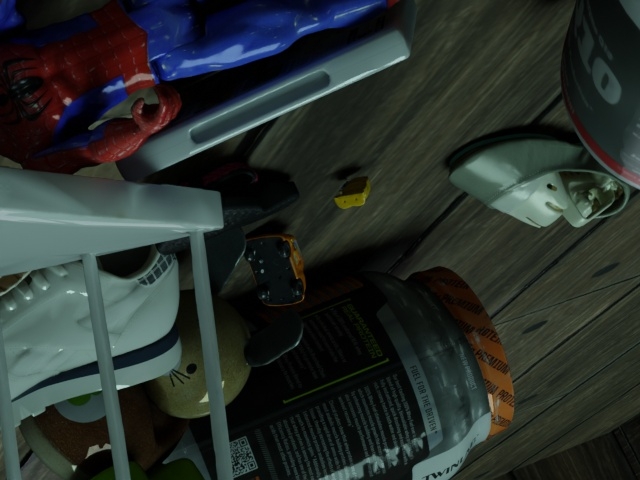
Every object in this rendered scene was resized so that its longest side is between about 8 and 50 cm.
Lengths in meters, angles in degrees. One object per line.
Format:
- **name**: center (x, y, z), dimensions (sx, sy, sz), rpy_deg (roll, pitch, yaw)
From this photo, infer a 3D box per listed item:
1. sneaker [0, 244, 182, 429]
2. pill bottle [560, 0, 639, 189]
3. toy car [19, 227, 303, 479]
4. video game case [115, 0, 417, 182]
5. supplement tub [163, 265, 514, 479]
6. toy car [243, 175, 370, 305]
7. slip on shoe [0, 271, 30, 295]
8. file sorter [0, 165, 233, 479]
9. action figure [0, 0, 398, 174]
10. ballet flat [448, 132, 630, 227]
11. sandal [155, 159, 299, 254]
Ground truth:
- **sneaker**: center (-0.188, 0.052, 1.017), dimensions (0.235, 0.090, 0.095), rpy_deg (-21, 127, -38)
- **pill bottle**: center (0.221, -0.135, 0.896), dimensions (0.161, 0.161, 0.283), rpy_deg (-24, 164, -6)
- **toy car**: center (-0.103, 0.081, 1.145), dimensions (0.188, 0.155, 0.149), rpy_deg (-40, 161, 15)
- **video game case**: center (-0.021, -0.079, 0.828), dimensions (0.143, 0.019, 0.157), rpy_deg (-24, -168, 10)
- **supplement tub**: center (-0.014, 0.144, 1.386), dimensions (0.316, 0.193, 0.193), rpy_deg (-21, 164, -16)
- **toy car**: center (0.000, 0.000, 1.200), dimensions (0.122, 0.060, 0.040), rpy_deg (-26, -162, 29)
- **slip on shoe**: center (-0.219, 0.023, 0.960), dimensions (0.135, 0.051, 0.041), rpy_deg (-34, -156, 3)
- **file sorter**: center (-0.200, 0.079, 0.775), dimensions (0.277, 0.173, 0.193), rpy_deg (-12, 173, 28)
- **action figure**: center (-0.057, -0.097, 0.700), dimensions (0.280, 0.091, 0.139), rpy_deg (-26, -179, 0)
- **ballet flat**: center (0.178, -0.043, 1.306), dimensions (0.072, 0.068, 0.213), rpy_deg (-36, 161, 32)
- **sandal**: center (-0.063, -0.026, 1.059), dimensions (0.067, 0.040, 0.179), rpy_deg (-24, 180, 16)
